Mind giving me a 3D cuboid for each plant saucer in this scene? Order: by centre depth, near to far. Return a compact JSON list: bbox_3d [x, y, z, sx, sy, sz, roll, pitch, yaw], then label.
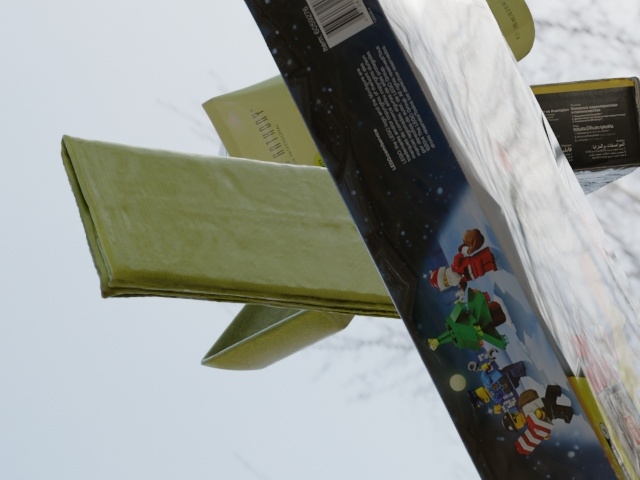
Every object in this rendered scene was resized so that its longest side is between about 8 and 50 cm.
[{"bbox_3d":[-0.002,0.046,1.714,0.045,0.188,0.188,49,-133,-12],"label":"plant saucer"}]

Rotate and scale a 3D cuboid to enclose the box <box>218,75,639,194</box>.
[{"bbox_3d":[0.081,-0.067,1.521,0.322,0.257,0.079,-5,-96,-5],"label":"box"}]

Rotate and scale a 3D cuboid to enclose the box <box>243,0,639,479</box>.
[{"bbox_3d":[0.068,0.009,0.667,0.044,0.233,0.159,-29,-8,18],"label":"box"}]

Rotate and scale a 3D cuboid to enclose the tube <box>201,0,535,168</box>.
[{"bbox_3d":[0.036,-0.091,1.139,0.240,0.070,0.062,-32,-32,-34],"label":"tube"}]

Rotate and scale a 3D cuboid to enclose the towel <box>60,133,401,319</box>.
[{"bbox_3d":[0.000,0.000,0.854,0.237,0.102,0.021,6,-54,-28],"label":"towel"}]
